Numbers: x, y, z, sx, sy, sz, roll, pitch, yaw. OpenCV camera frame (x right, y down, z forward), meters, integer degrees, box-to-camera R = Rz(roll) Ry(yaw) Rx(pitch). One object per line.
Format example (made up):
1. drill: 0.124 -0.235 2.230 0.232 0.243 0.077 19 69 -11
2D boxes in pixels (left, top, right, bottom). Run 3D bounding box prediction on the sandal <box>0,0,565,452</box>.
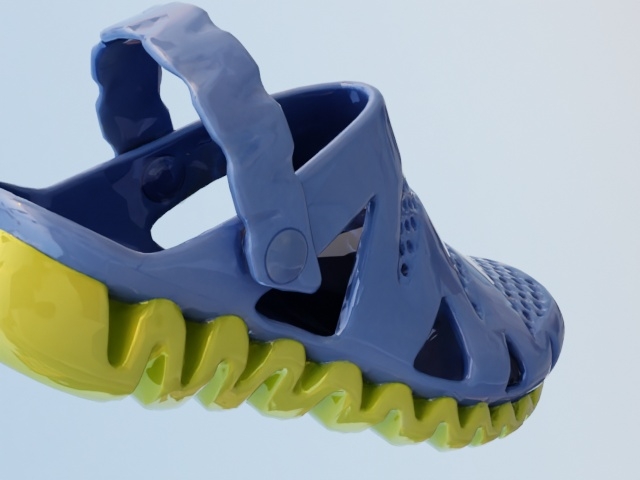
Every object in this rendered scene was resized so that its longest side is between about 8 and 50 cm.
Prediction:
1. sandal: 0.000 0.000 0.622 0.317 0.126 0.138 14 -82 -49
